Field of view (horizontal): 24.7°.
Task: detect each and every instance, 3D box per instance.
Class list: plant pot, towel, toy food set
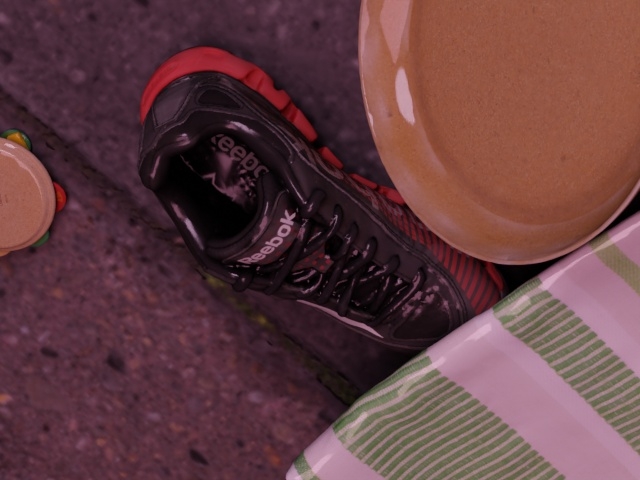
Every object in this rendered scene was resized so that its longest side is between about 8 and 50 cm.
[{"bbox_3d":[0.107,-0.106,0.789,0.236,0.032,0.236,11,105,51],"label":"plant pot"},{"bbox_3d":[0.171,0.119,0.900,0.325,0.038,0.248,-35,122,22],"label":"towel"},{"bbox_3d":[-0.209,-0.030,0.955,0.083,0.020,0.083,-17,108,17],"label":"toy food set"}]

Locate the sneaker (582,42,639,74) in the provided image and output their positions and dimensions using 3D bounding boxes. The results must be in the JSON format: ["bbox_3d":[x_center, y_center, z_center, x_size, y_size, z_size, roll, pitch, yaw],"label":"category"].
[{"bbox_3d":[0.261,-0.122,0.782,0.297,0.111,0.129,-17,133,26],"label":"sneaker"}]

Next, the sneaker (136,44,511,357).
[{"bbox_3d":[0.000,0.000,0.867,0.276,0.135,0.097,38,113,-8],"label":"sneaker"}]
